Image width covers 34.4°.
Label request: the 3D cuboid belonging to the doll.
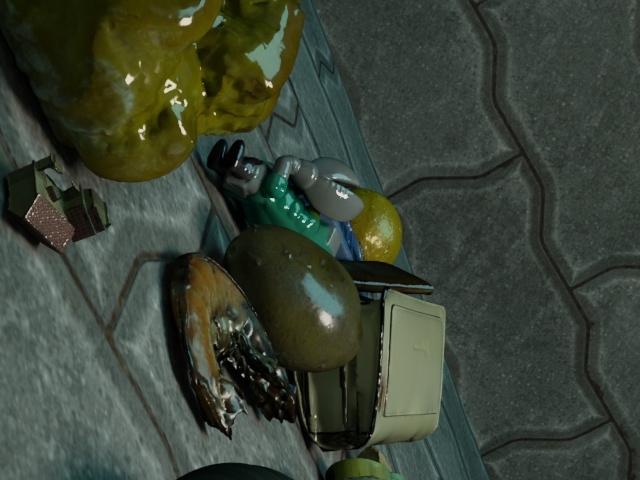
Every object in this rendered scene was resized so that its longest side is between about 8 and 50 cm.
[{"bbox_3d":[-0.042,-0.067,1.500,0.153,0.194,0.258,-63,163,-18],"label":"doll"}]

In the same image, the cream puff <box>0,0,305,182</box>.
[{"bbox_3d":[-0.149,-0.258,1.034,0.378,0.275,0.378,-17,90,-78],"label":"cream puff"}]

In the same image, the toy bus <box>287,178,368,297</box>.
[{"bbox_3d":[0.000,0.000,1.771,0.134,0.116,0.234,-84,155,-59],"label":"toy bus"}]

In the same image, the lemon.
[{"bbox_3d":[0.077,-0.010,2.036,0.206,0.173,0.173,-75,147,-48],"label":"lemon"}]

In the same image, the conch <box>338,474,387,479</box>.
[{"bbox_3d":[0.039,0.386,1.272,0.200,0.131,0.172,-56,140,-26],"label":"conch"}]

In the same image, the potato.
[{"bbox_3d":[-0.036,0.077,1.362,0.235,0.160,0.178,53,-16,-22],"label":"potato"}]

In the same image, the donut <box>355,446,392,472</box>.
[{"bbox_3d":[0.094,0.422,1.651,0.108,0.065,0.166,57,16,-48],"label":"donut"}]

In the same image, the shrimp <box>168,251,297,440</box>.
[{"bbox_3d":[-0.093,0.152,1.187,0.222,0.054,0.290,-97,161,-51],"label":"shrimp"}]

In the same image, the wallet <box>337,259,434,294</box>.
[{"bbox_3d":[0.049,0.055,1.648,0.255,0.137,0.031,6,100,-39],"label":"wallet"}]

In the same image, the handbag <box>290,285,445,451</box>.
[{"bbox_3d":[0.084,0.205,1.629,0.358,0.160,0.237,22,65,-67],"label":"handbag"}]

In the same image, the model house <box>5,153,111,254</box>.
[{"bbox_3d":[-0.217,-0.022,0.861,0.083,0.057,0.058,60,10,-53],"label":"model house"}]

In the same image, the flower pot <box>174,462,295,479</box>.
[{"bbox_3d":[-0.064,0.284,0.835,0.189,0.157,0.243,-100,165,-46],"label":"flower pot"}]

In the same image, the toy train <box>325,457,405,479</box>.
[{"bbox_3d":[0.082,0.448,1.435,0.189,0.126,0.307,16,38,-19],"label":"toy train"}]
